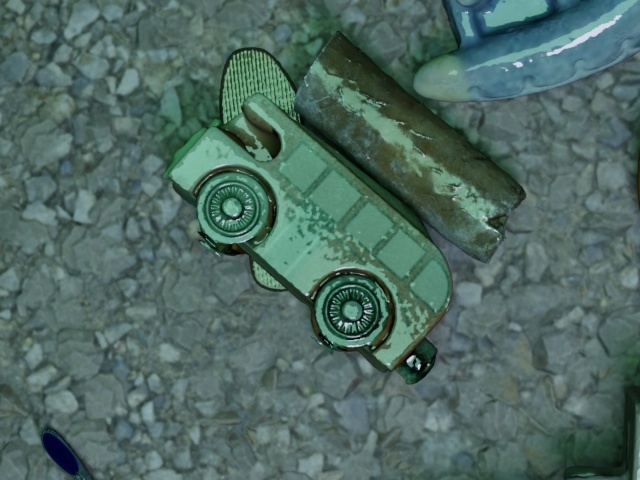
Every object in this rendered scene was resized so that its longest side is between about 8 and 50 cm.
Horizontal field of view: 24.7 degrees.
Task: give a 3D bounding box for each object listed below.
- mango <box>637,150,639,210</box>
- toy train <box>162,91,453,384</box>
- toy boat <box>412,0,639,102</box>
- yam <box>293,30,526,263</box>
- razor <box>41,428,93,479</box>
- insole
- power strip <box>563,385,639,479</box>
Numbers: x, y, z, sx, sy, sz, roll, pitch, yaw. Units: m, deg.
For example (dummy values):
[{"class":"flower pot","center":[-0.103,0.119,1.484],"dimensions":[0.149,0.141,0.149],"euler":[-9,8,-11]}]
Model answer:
[{"class":"mango","center":[0.376,-0.068,1.392],"dimensions":[0.145,0.112,0.219],"euler":[16,97,3]},{"class":"toy train","center":[0.000,0.000,1.423],"dimensions":[0.326,0.129,0.159],"euler":[41,86,3]},{"class":"toy boat","center":[0.221,-0.261,1.402],"dimensions":[0.330,0.123,0.215],"euler":[-17,88,7]},{"class":"yam","center":[0.089,-0.089,1.435],"dimensions":[0.259,0.093,0.093],"euler":[40,94,4]},{"class":"razor","center":[-0.233,0.251,1.503],"dimensions":[0.154,0.028,0.044],"euler":[45,95,3]},{"class":"insole","center":[-0.052,-0.073,1.491],"dimensions":[0.086,0.005,0.253],"euler":[-9,90,7]},{"class":"power strip","center":[0.339,0.212,1.368],"dimensions":[0.224,0.139,0.140],"euler":[4,91,7]}]
